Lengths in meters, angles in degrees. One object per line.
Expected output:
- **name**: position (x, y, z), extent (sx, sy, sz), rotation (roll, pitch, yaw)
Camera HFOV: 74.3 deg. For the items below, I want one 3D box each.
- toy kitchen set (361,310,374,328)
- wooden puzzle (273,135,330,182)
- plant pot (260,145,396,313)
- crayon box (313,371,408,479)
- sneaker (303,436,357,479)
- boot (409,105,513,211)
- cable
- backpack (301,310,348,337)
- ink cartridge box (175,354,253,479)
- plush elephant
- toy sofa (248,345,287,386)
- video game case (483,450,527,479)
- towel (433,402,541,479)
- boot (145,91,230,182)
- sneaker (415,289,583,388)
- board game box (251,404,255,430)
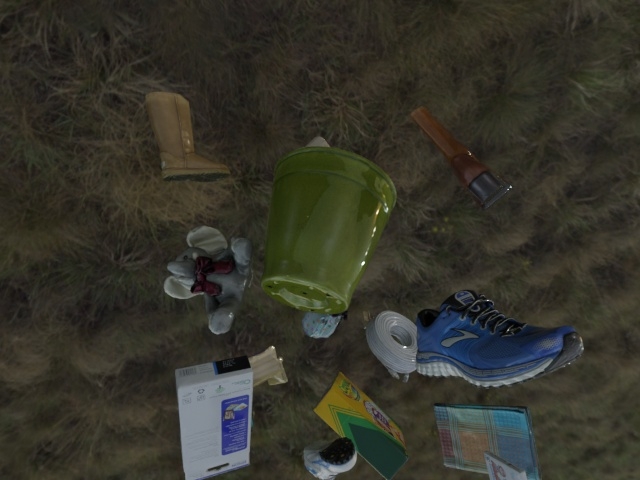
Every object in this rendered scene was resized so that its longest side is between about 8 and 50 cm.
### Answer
- **toy kitchen set**: position (0.237, 0.353, 1.924), extent (0.068, 0.083, 0.075), rotation (10, 140, -21)
- **wooden puzzle**: position (-0.011, -0.201, 1.452), extent (0.221, 0.044, 0.239), rotation (-44, 127, 2)
- **plant pot**: position (0.000, 0.000, 1.161), extent (0.366, 0.353, 0.366), rotation (12, 154, 6)
- **crayon box**: position (0.144, 0.628, 1.489), extent (0.106, 0.313, 0.363), rotation (-48, 169, -3)
- **sneaker**: position (0.027, 0.495, 0.945), extent (0.085, 0.086, 0.237), rotation (-17, 164, -25)
- **boot**: position (0.349, -0.204, 1.080), extent (0.096, 0.280, 0.264), rotation (-47, 159, 26)
- **cable**: position (0.299, 0.395, 1.666), extent (0.257, 0.257, 0.089), rotation (-28, 156, -53)
- **backpack**: position (0.011, 0.280, 1.579), extent (0.115, 0.152, 0.182), rotation (11, 122, -26)
- **ink cartridge box**: position (-0.249, 0.427, 1.001), extent (0.165, 0.065, 0.333), rotation (-5, 119, -24)
- **plush elephant**: position (-0.346, 0.098, 1.289), extent (0.255, 0.330, 0.272), rotation (16, 89, -3)
- **toy sofa**: position (-0.340, 0.605, 1.857), extent (0.362, 0.177, 0.150), rotation (-12, 167, -43)
- **video game case**: position (0.484, 0.640, 1.078), extent (0.019, 0.157, 0.143), rotation (-11, 176, -16)
- **towel**: position (0.638, 0.777, 1.648), extent (0.370, 0.271, 0.040), rotation (-12, 175, 36)
- **boot**: position (-0.415, -0.327, 1.347), extent (0.236, 0.269, 0.089), rotation (-5, 171, -43)
- **sneaker**: position (0.266, 0.158, 0.717), extent (0.130, 0.147, 0.330), rotation (-7, 173, -29)
- **board game box**: position (-0.303, 0.643, 1.667), extent (0.026, 0.126, 0.186), rotation (-15, 103, 3)
